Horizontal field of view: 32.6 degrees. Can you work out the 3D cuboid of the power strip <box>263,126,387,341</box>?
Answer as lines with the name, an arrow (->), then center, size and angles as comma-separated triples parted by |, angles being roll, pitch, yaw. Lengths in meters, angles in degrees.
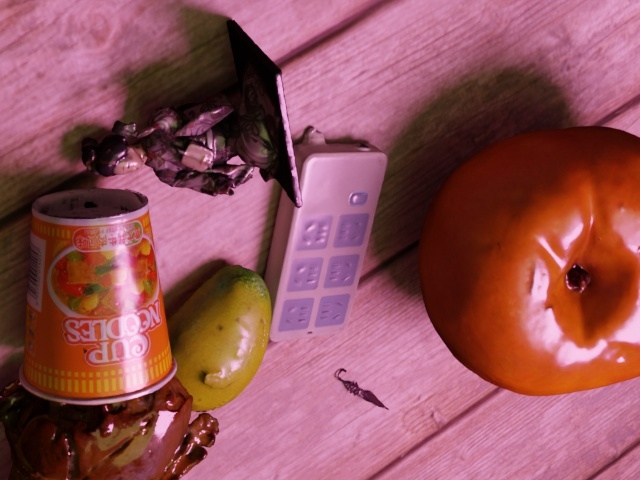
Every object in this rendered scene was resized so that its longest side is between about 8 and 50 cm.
power strip -> 0.000, 0.000, 1.292 | 0.118, 0.046, 0.270 | -2, 117, -31

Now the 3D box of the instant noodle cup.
instant noodle cup -> -0.229, 0.047, 1.111 | 0.168, 0.168, 0.185 | -8, 110, -28

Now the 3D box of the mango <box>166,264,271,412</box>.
mango -> -0.118, 0.114, 1.250 | 0.119, 0.100, 0.178 | 27, 93, -37

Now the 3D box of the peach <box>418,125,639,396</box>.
peach -> 0.282, 0.022, 1.316 | 0.343, 0.301, 0.342 | -1, 105, -3

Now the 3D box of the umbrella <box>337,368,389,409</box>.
umbrella -> 0.056, 0.206, 1.469 | 0.122, 0.013, 0.022 | 43, 68, -39

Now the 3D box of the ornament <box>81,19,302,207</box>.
ornament -> -0.139, -0.097, 1.095 | 0.196, 0.153, 0.166 | -18, 124, -11

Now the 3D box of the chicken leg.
chicken leg -> -0.300, 0.253, 1.191 | 0.361, 0.140, 0.211 | -36, 102, 11
